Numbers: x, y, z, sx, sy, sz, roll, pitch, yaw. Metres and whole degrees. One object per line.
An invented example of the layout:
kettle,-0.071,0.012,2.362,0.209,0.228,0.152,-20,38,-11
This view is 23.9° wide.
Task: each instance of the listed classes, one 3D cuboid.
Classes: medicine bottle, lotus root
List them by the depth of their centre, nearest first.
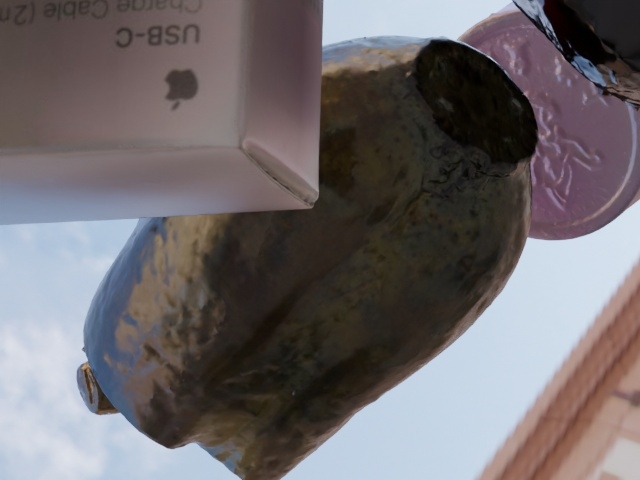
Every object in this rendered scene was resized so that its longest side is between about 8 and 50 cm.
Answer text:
lotus root,0.000,0.000,1.080,0.250,0.250,0.346,22,-50,-32
medicine bottle,0.267,-0.147,1.380,0.325,0.212,0.212,-31,-65,-51

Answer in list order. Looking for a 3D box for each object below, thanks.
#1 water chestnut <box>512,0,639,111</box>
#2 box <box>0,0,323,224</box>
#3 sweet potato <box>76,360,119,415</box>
water chestnut,0.289,-0.223,0.993,0.335,0.347,0.335,-5,-63,-11
box,-0.104,-0.136,0.612,0.106,0.203,0.252,36,-126,-70
sweet potato,-0.041,0.059,1.394,0.385,0.109,0.109,-31,-68,-19
